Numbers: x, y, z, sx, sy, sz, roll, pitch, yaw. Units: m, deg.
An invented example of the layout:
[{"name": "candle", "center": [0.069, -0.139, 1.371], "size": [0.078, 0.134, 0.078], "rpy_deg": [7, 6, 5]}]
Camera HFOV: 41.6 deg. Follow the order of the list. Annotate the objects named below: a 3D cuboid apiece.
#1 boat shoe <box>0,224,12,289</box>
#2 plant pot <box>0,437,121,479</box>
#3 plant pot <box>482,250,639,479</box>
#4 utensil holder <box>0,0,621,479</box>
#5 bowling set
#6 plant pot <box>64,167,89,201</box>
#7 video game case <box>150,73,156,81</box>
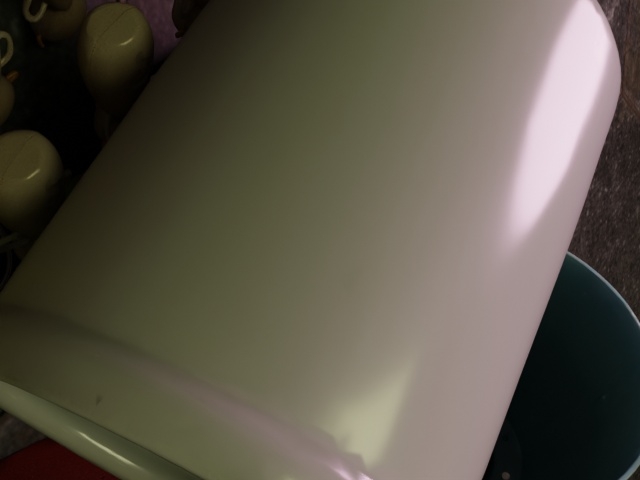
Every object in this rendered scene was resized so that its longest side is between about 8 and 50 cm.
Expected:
[{"name": "boat shoe", "center": [-0.295, -0.044, 0.524], "size": [0.108, 0.102, 0.301], "rpy_deg": [-57, 138, -23]}, {"name": "plant pot", "center": [-0.137, 0.315, 0.719], "size": [0.267, 0.235, 0.267], "rpy_deg": [-22, 117, -46]}, {"name": "plant pot", "center": [0.149, 0.170, 0.849], "size": [0.293, 0.293, 0.235], "rpy_deg": [-46, 160, -33]}, {"name": "utensil holder", "center": [0.000, 0.000, 0.581], "size": [0.327, 0.327, 0.385], "rpy_deg": [51, 58, -45]}, {"name": "bowling set", "center": [-0.202, -0.148, 0.609], "size": [0.287, 0.200, 0.154], "rpy_deg": [-55, 178, -22]}, {"name": "plant pot", "center": [-0.183, -0.027, 0.695], "size": [0.079, 0.083, 0.083], "rpy_deg": [-27, 121, -31]}, {"name": "video game case", "center": [-0.058, -0.085, 0.762], "size": [0.212, 0.023, 0.193], "rpy_deg": [-34, 95, -26]}]
